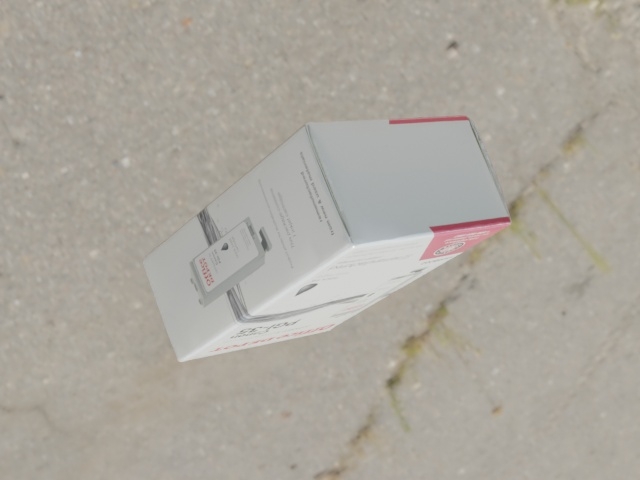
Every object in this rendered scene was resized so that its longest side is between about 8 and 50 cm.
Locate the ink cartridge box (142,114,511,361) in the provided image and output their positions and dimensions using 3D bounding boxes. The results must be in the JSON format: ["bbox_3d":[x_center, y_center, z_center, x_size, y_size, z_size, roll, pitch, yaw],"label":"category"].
[{"bbox_3d":[0.000,0.000,1.169,0.207,0.117,0.283,-8,162,-41],"label":"ink cartridge box"}]
